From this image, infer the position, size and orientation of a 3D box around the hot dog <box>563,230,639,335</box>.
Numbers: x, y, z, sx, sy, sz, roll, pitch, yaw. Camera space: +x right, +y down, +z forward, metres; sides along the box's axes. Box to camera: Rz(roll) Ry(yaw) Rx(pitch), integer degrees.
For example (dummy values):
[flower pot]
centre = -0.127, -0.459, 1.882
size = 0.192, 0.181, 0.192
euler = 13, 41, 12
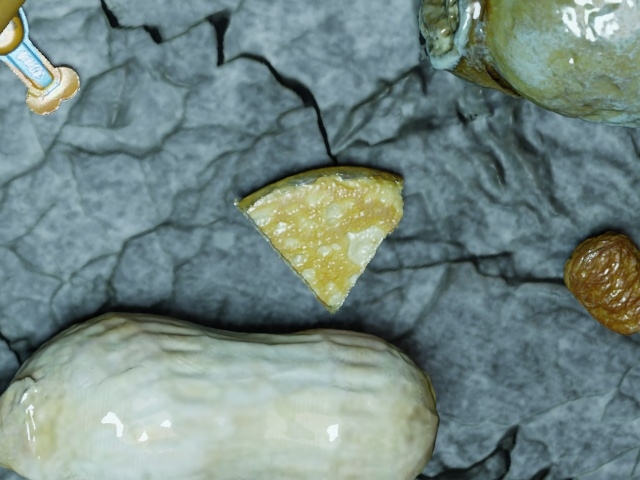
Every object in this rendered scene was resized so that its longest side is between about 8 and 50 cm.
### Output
[hot dog]
centre = 0.211, 0.029, 1.272
size = 0.058, 0.035, 0.083
euler = -40, 114, 2

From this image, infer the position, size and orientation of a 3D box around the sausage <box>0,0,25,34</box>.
[sausage]
centre = -0.252, -0.149, 1.046
size = 0.134, 0.116, 0.354
euler = 36, 95, 12

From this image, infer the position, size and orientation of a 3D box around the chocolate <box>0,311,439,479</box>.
[chocolate]
centre = -0.066, 0.114, 1.186
size = 0.309, 0.134, 0.134
euler = 0, 110, -17

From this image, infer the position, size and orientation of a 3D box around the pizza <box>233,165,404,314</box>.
[pizza]
centre = 0.000, 0.000, 1.213
size = 0.123, 0.026, 0.108
euler = -7, 114, -15

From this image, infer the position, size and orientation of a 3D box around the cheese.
[cheese]
centre = -0.198, -0.127, 1.120
size = 0.047, 0.017, 0.111
euler = -39, 115, 5

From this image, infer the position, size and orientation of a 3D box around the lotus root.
[lotus root]
centre = 0.244, -0.162, 1.138
size = 0.349, 0.175, 0.175
euler = -6, 111, -15
